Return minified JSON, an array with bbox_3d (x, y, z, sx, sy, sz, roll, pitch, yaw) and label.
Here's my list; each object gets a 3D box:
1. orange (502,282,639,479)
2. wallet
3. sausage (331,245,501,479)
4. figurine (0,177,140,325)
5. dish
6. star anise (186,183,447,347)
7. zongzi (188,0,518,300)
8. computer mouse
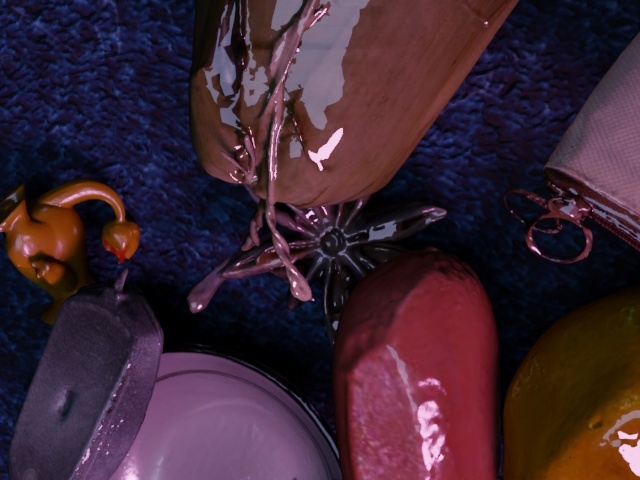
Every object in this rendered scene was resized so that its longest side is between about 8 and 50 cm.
[{"bbox_3d":[0.275,0.169,1.128,0.279,0.235,0.279,4,110,11],"label":"orange"},{"bbox_3d":[0.338,-0.046,1.070,0.335,0.068,0.275,30,71,7],"label":"wallet"},{"bbox_3d":[0.078,0.137,1.182,0.148,0.148,0.255,-4,109,18],"label":"sausage"},{"bbox_3d":[-0.219,0.022,1.324,0.122,0.121,0.176,-24,113,-6],"label":"figurine"},{"bbox_3d":[-0.092,0.236,1.332,0.316,0.106,0.317,4,104,18],"label":"dish"},{"bbox_3d":[-0.001,0.000,1.244,0.231,0.089,0.209,2,97,10],"label":"star anise"},{"bbox_3d":[0.133,-0.187,1.038,0.466,0.218,0.500,6,91,17],"label":"zongzi"},{"bbox_3d":[-0.200,0.133,1.259,0.113,0.068,0.229,25,92,32],"label":"computer mouse"}]
